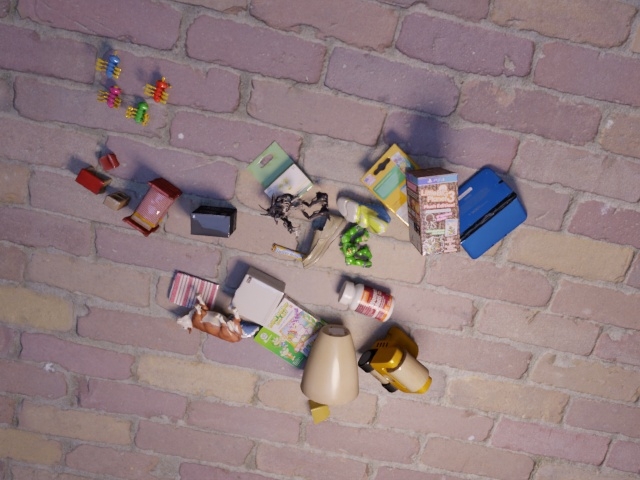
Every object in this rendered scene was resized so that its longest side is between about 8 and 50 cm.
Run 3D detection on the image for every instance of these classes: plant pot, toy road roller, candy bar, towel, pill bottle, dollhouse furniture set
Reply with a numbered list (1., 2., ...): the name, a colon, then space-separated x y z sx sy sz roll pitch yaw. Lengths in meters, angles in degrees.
1. plant pot: 0.052 0.509 1.972 0.257 0.256 0.274 5 103 -1
2. toy road roller: 0.335 0.491 1.948 0.202 0.329 0.240 41 65 -11
3. candy bar: -0.129 0.056 1.975 0.162 0.018 0.040 18 104 -5
4. towel: -0.551 0.227 2.017 0.197 0.029 0.144 18 104 -7
5. plant pot: -0.002 0.784 2.134 0.083 0.081 0.081 -15 104 -7
6. pill bottle: 0.194 0.256 1.973 0.221 0.121 0.121 21 103 -6
7. dollhouse furniture set: -0.773 -0.206 1.837 0.374 0.152 0.201 34 102 -8

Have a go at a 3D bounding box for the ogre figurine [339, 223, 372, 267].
1. ogre figurine: 0.147 0.030 1.933 0.118 0.097 0.197 -15 120 -14

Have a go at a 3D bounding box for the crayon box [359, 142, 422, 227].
1. crayon box: 0.339 -0.213 1.871 0.323 0.083 0.203 42 101 -11

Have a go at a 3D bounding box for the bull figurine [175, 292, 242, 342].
1. bull figurine: -0.468 0.334 1.945 0.310 0.101 0.188 14 130 14

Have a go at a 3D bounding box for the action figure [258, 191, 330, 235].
1. action figure: -0.100 -0.116 1.821 0.276 0.141 0.164 -9 128 -7

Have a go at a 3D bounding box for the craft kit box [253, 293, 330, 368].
1. craft kit box: -0.127 0.405 2.048 0.247 0.061 0.250 35 102 -6

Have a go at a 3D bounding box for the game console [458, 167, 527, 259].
1. game console: 0.668 -0.108 1.927 0.293 0.173 0.250 -41 70 9

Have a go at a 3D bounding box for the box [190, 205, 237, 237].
1. box: -0.430 -0.078 1.868 0.156 0.158 0.093 5 105 -1

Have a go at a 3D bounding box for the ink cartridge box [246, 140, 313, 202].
1. ink cartridge box: -0.166 -0.259 1.876 0.171 0.056 0.235 -41 103 10

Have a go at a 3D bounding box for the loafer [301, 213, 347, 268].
1. loafer: 0.000 0.000 1.923 0.092 0.102 0.268 38 89 0

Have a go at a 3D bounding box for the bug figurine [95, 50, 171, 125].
1. bug figurine: -0.730 -0.580 1.783 0.279 0.072 0.216 27 109 -11

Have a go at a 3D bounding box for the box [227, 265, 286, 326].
1. box: -0.269 0.238 1.970 0.182 0.119 0.181 28 103 -7

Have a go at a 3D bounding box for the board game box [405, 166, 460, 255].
1. board game box: 0.418 -0.115 1.735 0.141 0.232 0.291 -6 105 1

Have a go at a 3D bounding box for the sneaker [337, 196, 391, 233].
1. sneaker: 0.186 -0.117 1.904 0.240 0.126 0.091 37 133 17

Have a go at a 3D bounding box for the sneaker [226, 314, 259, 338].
1. sneaker: -0.375 0.377 2.026 0.211 0.080 0.081 3 106 -1
